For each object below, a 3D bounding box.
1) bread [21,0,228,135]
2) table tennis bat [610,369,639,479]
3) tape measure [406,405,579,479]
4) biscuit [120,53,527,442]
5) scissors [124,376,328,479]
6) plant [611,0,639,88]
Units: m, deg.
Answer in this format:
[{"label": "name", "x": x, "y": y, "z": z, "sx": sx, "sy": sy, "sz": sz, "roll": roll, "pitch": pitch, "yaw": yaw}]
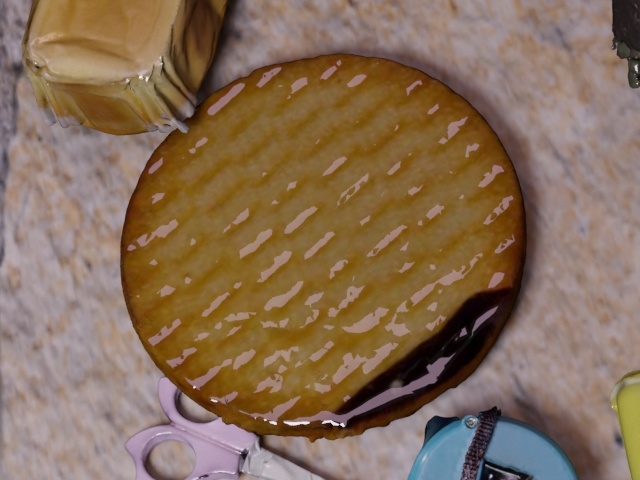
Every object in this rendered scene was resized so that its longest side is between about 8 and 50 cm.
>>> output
[{"label": "bread", "x": -0.144, "y": -0.203, "z": 1.425, "sx": 0.136, "sy": 0.107, "sz": 0.241, "roll": 5, "pitch": 67, "yaw": 18}, {"label": "table tennis bat", "x": 0.247, "y": 0.265, "z": 1.197, "sx": 0.224, "sy": 0.054, "sz": 0.368, "roll": -17, "pitch": 67, "yaw": 27}, {"label": "tape measure", "x": 0.120, "y": 0.192, "z": 1.254, "sx": 0.125, "sy": 0.081, "sz": 0.146, "roll": 16, "pitch": 74, "yaw": 5}, {"label": "biscuit", "x": 0.000, "y": 0.000, "z": 1.361, "sx": 0.318, "sy": 0.040, "sz": 0.317, "roll": -4, "pitch": 66, "yaw": 8}, {"label": "scissors", "x": -0.042, "y": 0.167, "z": 1.324, "sx": 0.212, "sy": 0.021, "sz": 0.110, "roll": 21, "pitch": 72, "yaw": 17}, {"label": "plant", "x": 0.263, "y": -0.166, "z": 1.332, "sx": 0.094, "sy": 0.143, "sz": 0.092, "roll": -28, "pitch": 28, "yaw": -15}]
